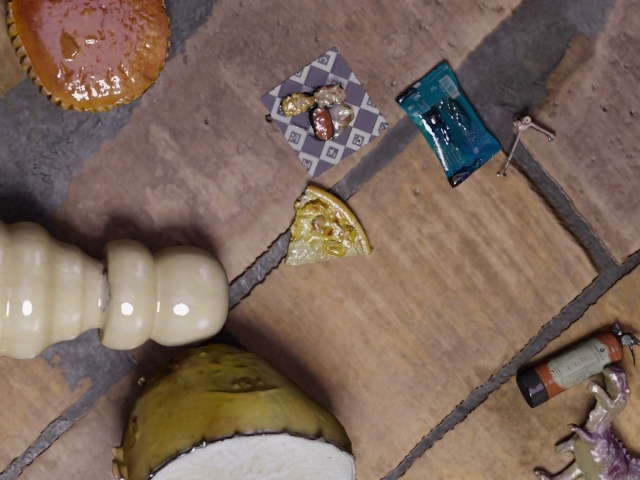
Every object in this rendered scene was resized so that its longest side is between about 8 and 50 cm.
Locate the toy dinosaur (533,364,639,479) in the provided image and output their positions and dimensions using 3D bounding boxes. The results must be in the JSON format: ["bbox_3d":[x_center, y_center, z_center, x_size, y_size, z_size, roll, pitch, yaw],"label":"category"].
[{"bbox_3d":[0.398,0.296,1.609,0.200,0.072,0.251,-43,103,-3],"label":"toy dinosaur"}]

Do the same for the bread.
[{"bbox_3d":[-0.266,-0.246,1.409,0.199,0.104,0.199,-1,95,-13],"label":"bread"}]

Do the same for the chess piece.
[{"bbox_3d":[-0.255,0.059,1.429,0.299,0.167,0.167,2,95,-18],"label":"chess piece"}]

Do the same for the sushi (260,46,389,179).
[{"bbox_3d":[0.009,-0.157,1.511,0.120,0.026,0.126,-36,101,-7],"label":"sushi"}]

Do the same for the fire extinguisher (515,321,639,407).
[{"bbox_3d":[0.345,0.163,1.598,0.177,0.050,0.062,-25,81,-7],"label":"fire extinguisher"}]

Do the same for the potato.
[{"bbox_3d":[-0.098,0.244,1.458,0.246,0.196,0.299,-37,133,15],"label":"potato"}]

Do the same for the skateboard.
[{"bbox_3d":[0.263,-0.113,1.567,0.063,0.032,0.083,26,88,-23],"label":"skateboard"}]

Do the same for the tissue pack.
[{"bbox_3d":[0.164,-0.146,1.544,0.085,0.028,0.138,-37,104,-6],"label":"tissue pack"}]

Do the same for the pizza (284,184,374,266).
[{"bbox_3d":[0.000,0.000,1.526,0.108,0.026,0.123,-45,102,-2],"label":"pizza"}]
